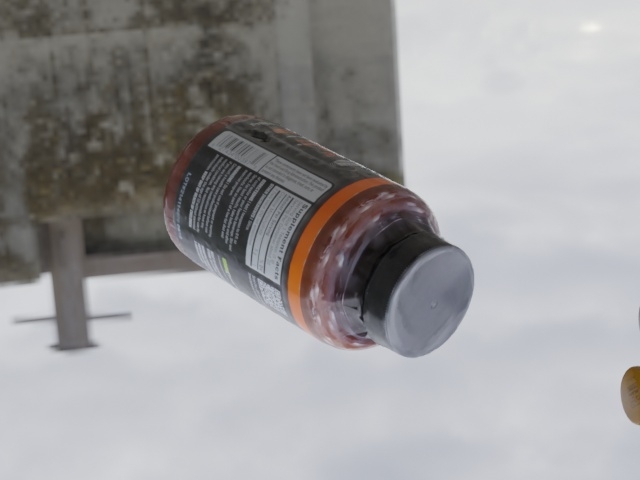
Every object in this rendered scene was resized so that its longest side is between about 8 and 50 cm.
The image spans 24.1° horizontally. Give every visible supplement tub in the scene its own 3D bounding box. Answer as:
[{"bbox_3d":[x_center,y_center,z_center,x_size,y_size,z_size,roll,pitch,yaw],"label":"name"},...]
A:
[{"bbox_3d":[0.000,0.000,0.908,0.106,0.106,0.198,-16,-148,-39],"label":"supplement tub"}]

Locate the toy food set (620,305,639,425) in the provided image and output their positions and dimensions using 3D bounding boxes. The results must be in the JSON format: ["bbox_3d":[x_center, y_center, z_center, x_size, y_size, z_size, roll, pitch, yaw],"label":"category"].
[{"bbox_3d":[0.281,0.068,0.900,0.104,0.111,0.232,-2,172,-19],"label":"toy food set"}]
